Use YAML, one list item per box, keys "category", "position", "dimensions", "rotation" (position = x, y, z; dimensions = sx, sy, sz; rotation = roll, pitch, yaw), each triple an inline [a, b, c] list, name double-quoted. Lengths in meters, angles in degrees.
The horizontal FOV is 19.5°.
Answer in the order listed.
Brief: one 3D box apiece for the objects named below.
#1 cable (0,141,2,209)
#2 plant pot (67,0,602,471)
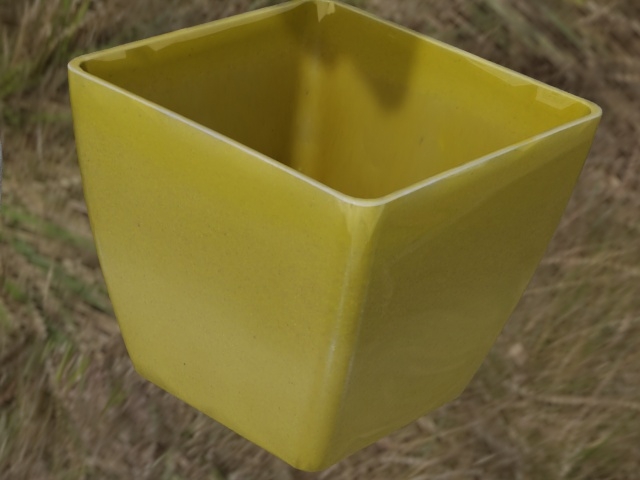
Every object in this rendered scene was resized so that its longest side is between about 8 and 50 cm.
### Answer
- category: "cable"
  position: [-0.317, -0.042, 1.100]
  dimensions: [0.257, 0.089, 0.257]
  rotation: [9, 32, -9]
- category: "plant pot"
  position: [0.000, 0.000, 1.031]
  dimensions: [0.212, 0.187, 0.212]
  rotation: [26, 32, 33]
